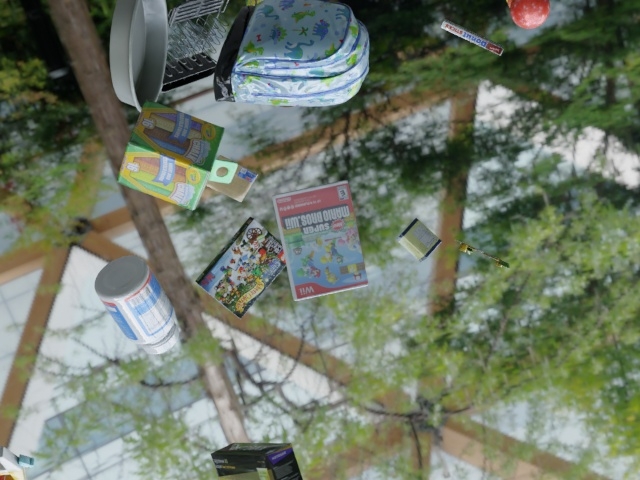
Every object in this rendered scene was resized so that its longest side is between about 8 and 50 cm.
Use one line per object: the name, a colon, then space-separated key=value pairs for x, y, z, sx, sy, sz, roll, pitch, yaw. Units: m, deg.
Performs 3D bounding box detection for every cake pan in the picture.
cake pan: x=-0.393 y=-0.425 z=1.850 sx=0.054 sy=0.293 sz=0.293 roll=7 pitch=-163 yaw=3

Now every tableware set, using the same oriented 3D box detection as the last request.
tableware set: x=0.440 y=0.042 z=2.323 sx=0.154 sy=0.024 sz=0.104 roll=23 pitch=-175 yaw=-18

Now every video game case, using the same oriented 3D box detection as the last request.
video game case: x=0.000 y=0.000 z=2.239 sx=0.203 sy=0.285 sz=0.025 roll=-12 pitch=-174 yaw=-2

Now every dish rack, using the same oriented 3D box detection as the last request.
dish rack: x=-0.329 y=-0.522 z=2.214 sx=0.208 sy=0.074 sz=0.271 roll=-33 pitch=164 yaw=-42

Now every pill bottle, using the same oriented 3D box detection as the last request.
pill bottle: x=-0.391 y=0.147 z=1.852 sx=0.124 sy=0.222 sz=0.124 roll=-10 pitch=-135 yaw=10

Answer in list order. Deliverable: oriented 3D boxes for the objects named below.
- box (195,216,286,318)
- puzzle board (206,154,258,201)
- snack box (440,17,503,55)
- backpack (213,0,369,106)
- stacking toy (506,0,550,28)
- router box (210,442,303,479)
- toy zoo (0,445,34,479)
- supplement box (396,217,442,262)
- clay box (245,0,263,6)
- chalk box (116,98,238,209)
box: x=-0.205 y=0.075 z=2.318 sx=0.233 sy=0.159 sz=0.044 roll=-50 pitch=-158 yaw=-6
puzzle board: x=-0.253 y=-0.174 z=2.392 sx=0.096 sy=0.128 sz=0.011 roll=-57 pitch=-150 yaw=13
snack box: x=0.408 y=-0.550 z=2.294 sx=0.178 sy=0.022 sz=0.064 roll=25 pitch=-158 yaw=-1
backpack: x=-0.055 y=-0.460 z=2.094 sx=0.355 sy=0.273 sz=0.290 roll=17 pitch=-124 yaw=1
stacking toy: x=0.482 y=-0.607 z=2.030 sx=0.141 sy=0.141 sz=0.330 roll=-15 pitch=-145 yaw=19
router box: x=-0.145 y=0.642 z=2.161 sx=0.081 sy=0.243 sz=0.308 roll=-17 pitch=179 yaw=-35
toy zoo: x=-0.841 y=0.557 z=2.057 sx=0.293 sy=0.192 sz=0.030 roll=-5 pitch=-125 yaw=-5
supplement box: x=0.233 y=0.000 z=2.021 sx=0.056 sy=0.083 sz=0.083 roll=-47 pitch=176 yaw=-9
clay box: x=-0.118 y=-0.670 z=2.347 sx=0.127 sy=0.053 sz=0.222 roll=-5 pitch=174 yaw=-28
chalk box: x=-0.273 y=-0.159 z=1.685 sx=0.132 sy=0.212 sz=0.132 roll=120 pitch=-14 yaw=-48
